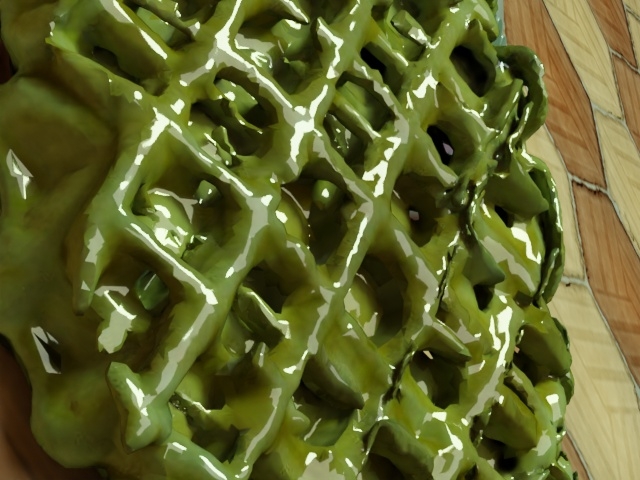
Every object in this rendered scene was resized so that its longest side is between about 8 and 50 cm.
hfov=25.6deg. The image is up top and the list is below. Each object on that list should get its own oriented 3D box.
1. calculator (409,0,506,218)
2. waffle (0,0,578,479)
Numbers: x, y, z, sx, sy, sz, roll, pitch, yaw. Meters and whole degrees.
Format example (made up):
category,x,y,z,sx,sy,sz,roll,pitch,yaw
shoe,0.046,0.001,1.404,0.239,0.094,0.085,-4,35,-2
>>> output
category,x,y,z,sx,sy,sz,roll,pitch,yaw
calculator,0.052,-0.110,0.810,0.299,0.041,0.186,29,78,-67
waffle,0.000,0.000,0.574,0.297,0.073,0.317,-1,73,-39
